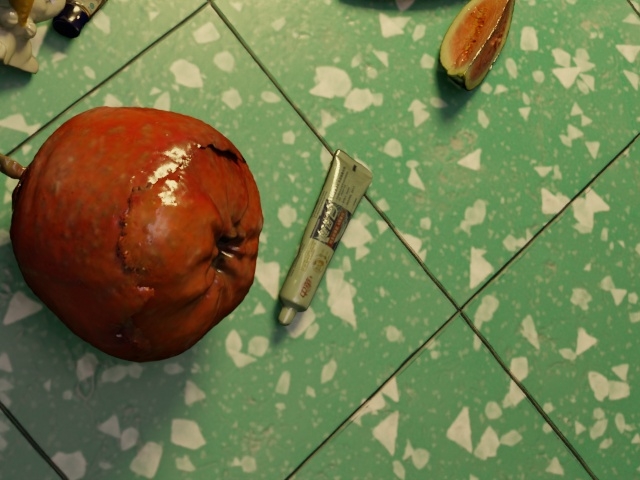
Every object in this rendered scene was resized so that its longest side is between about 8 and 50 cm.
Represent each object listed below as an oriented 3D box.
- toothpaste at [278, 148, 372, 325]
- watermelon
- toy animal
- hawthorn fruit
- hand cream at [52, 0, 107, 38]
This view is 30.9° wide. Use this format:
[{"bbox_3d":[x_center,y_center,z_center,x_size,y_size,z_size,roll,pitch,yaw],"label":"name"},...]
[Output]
[{"bbox_3d":[0.000,0.000,1.417,0.060,0.038,0.233,30,71,-17],"label":"toothpaste"},{"bbox_3d":[0.197,-0.265,1.508,0.069,0.087,0.163,24,71,17],"label":"watermelon"},{"bbox_3d":[-0.343,-0.289,1.286,0.127,0.131,0.181,21,90,20],"label":"toy animal"},{"bbox_3d":[-0.219,-0.026,1.236,0.307,0.276,0.276,26,73,15],"label":"hawthorn fruit"},{"bbox_3d":[-0.268,-0.313,1.366,0.062,0.039,0.163,26,69,-13],"label":"hand cream"}]
